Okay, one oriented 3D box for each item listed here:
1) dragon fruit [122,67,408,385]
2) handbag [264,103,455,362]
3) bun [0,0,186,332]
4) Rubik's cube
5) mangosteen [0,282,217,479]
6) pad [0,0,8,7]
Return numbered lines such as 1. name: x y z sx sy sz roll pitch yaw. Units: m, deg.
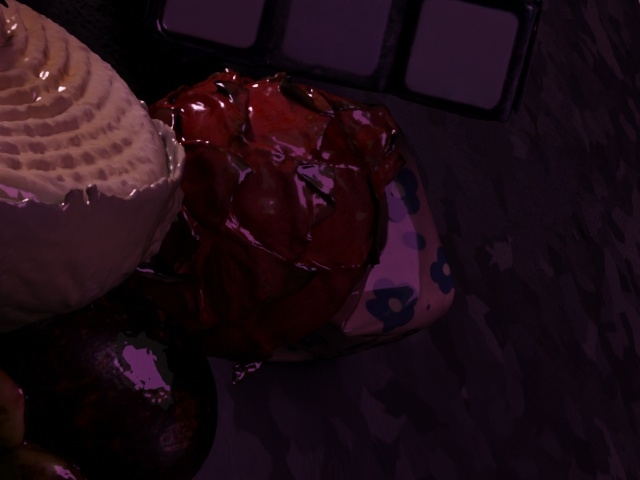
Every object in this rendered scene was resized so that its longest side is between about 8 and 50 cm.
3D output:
1. dragon fruit: -0.058 -0.023 1.136 0.244 0.298 0.244 58 -13 21
2. handbag: 0.000 0.000 1.379 0.193 0.190 0.252 -16 87 -49
3. bun: -0.280 -0.053 0.920 0.364 0.202 0.364 25 21 -10
4. Rubik's cube: 0.051 -0.322 1.321 0.359 0.362 0.363 -38 141 -81
5. mangosteen: -0.185 0.136 1.005 0.192 0.192 0.217 52 57 -21
6. pad: -0.362 -0.273 0.995 0.375 0.063 0.315 47 3 41
